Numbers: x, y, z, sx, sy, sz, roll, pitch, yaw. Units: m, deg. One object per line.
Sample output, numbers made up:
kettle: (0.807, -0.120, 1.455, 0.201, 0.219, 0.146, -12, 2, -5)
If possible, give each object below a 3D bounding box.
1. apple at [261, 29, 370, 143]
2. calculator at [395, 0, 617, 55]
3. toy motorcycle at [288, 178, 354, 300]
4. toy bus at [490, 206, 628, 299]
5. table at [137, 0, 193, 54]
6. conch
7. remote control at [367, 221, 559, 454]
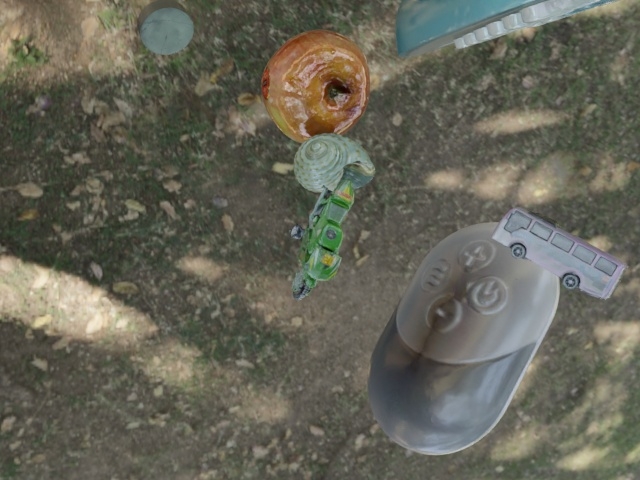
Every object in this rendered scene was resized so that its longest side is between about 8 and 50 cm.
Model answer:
apple: (-0.006, -0.279, 1.259, 0.210, 0.164, 0.209, -15, 123, -24)
calculator: (0.173, -0.170, 0.430, 0.256, 0.386, 0.054, -17, 105, 3)
toy motorcycle: (0.000, 0.000, 1.062, 0.074, 0.190, 0.106, 24, 157, -20)
toy bus: (0.241, 0.012, 0.698, 0.037, 0.131, 0.052, 1, 118, -57)
table: (-0.388, -0.533, 1.718, 0.134, 0.043, 0.133, -18, 144, -14)
conch: (0.024, -0.136, 1.202, 0.135, 0.153, 0.102, -8, 85, 17)
remote control: (0.184, 0.123, 0.917, 0.103, 0.221, 0.332, 34, 82, -38)
